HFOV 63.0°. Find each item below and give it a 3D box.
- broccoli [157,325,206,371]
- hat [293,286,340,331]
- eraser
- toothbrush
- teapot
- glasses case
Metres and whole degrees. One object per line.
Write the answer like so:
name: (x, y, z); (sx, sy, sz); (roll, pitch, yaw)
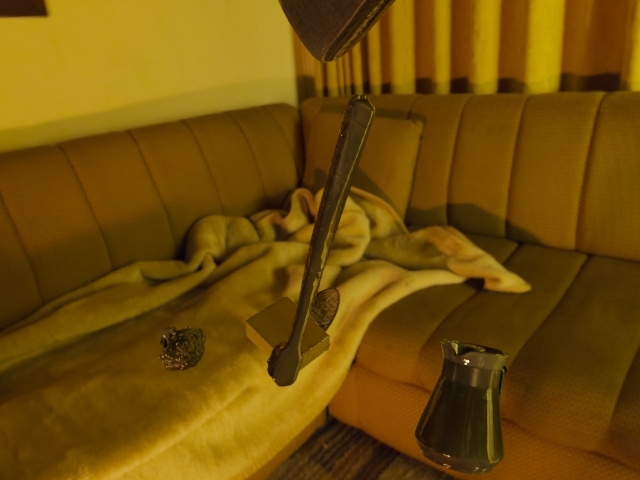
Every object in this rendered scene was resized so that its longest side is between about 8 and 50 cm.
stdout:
broccoli: (-0.348, 0.266, 1.308); (0.120, 0.130, 0.131); (41, 33, 22)
hat: (-0.031, 0.143, 1.055); (0.067, 0.145, 0.146); (32, 38, 29)
eraser: (-0.057, 0.167, 0.919); (0.097, 0.045, 0.122); (-28, 50, -33)
toothbrush: (0.000, 0.000, 0.518); (0.030, 0.297, 0.031); (16, 2, -32)
teapot: (0.294, 0.316, 1.026); (0.203, 0.225, 0.171); (12, -2, -40)
glasses case: (0.040, -0.315, 0.561); (0.074, 0.131, 0.323); (-36, 5, -20)
